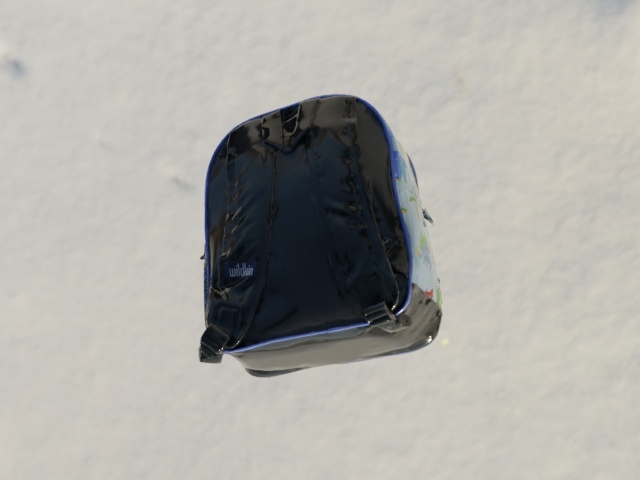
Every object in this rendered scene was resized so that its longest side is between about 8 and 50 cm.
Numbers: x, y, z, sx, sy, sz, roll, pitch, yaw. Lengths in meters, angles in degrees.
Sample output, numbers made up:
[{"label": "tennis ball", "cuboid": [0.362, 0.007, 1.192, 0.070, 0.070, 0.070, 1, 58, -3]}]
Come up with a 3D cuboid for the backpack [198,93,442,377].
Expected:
[{"label": "backpack", "cuboid": [0.000, 0.000, 0.720, 0.105, 0.084, 0.114, -13, 68, 17]}]
